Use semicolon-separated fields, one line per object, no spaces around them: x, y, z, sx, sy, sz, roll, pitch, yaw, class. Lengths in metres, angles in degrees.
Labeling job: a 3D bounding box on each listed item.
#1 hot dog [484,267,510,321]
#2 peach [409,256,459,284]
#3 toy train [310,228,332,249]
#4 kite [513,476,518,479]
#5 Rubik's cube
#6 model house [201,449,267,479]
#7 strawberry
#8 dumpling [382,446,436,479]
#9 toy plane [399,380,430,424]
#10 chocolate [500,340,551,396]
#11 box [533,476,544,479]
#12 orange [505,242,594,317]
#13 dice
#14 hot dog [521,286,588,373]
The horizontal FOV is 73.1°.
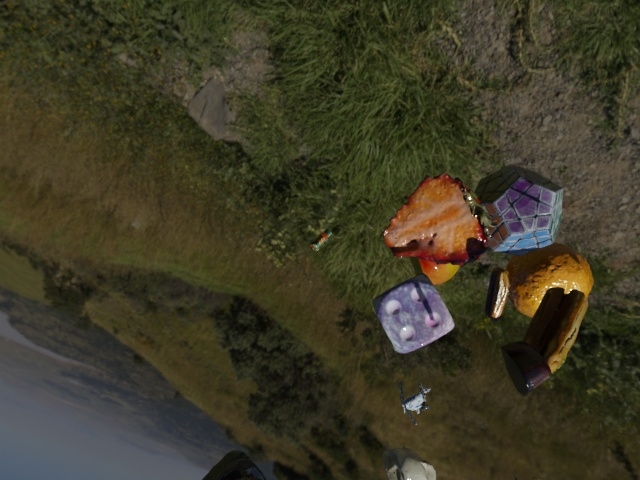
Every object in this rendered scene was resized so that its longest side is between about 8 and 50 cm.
0.450;0.138;1.094;0.038;0.062;0.144;0;107;-8;hot dog
0.592;0.024;2.186;0.242;0.306;0.380;-163;56;-77;peach
0.000;0.000;1.804;0.044;0.103;0.064;45;155;0;toy train
0.522;0.602;0.936;0.229;0.012;0.250;34;170;38;kite
0.676;-0.104;1.500;0.319;0.264;0.319;-2;151;-1;Rubik's cube
-0.193;0.809;1.294;0.301;0.190;0.271;-15;108;55;model house
0.350;-0.035;1.229;0.253;0.150;0.280;46;120;13;strawberry
0.296;0.777;1.445;0.176;0.150;0.092;37;133;-15;dumpling
0.405;0.650;1.807;0.107;0.182;0.273;-5;127;-14;toy plane
0.511;0.309;1.068;0.080;0.125;0.149;-23;146;5;chocolate
0.673;0.765;1.243;0.020;0.149;0.073;-23;164;-8;box
0.954;0.166;1.840;0.340;0.293;0.341;-3;115;-6;orange
0.399;0.315;1.870;0.271;0.270;0.270;-29;167;7;dice
0.716;0.284;1.333;0.135;0.337;0.100;10;140;45;hot dog
